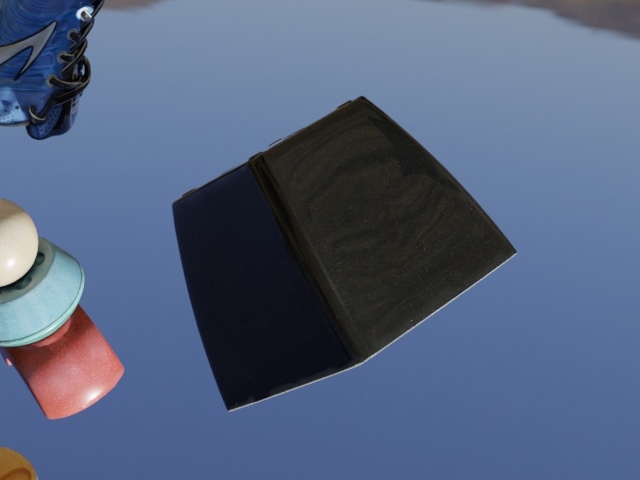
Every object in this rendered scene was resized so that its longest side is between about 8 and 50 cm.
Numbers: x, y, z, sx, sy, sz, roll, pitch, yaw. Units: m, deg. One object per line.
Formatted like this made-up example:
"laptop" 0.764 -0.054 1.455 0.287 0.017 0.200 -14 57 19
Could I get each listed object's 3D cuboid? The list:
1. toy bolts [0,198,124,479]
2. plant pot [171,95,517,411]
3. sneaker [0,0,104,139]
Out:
"toy bolts" -0.244 0.084 1.255 0.228 0.158 0.218 -38 -136 -17
"plant pot" 0.000 0.000 1.452 0.188 0.167 0.187 -31 -176 -37
"sneaker" -0.216 -0.166 1.499 0.147 0.330 0.130 52 -155 -3
